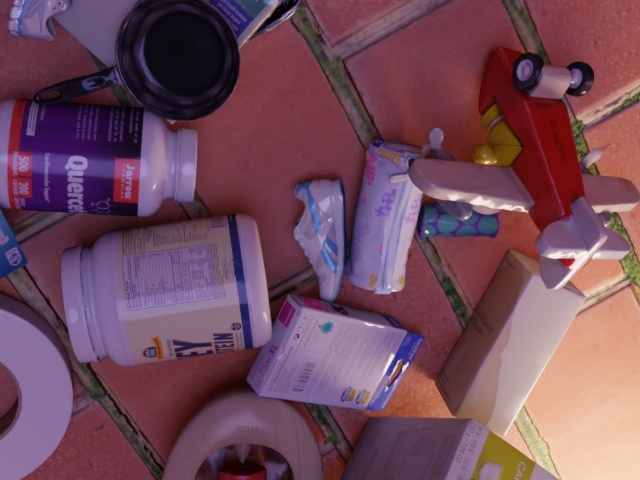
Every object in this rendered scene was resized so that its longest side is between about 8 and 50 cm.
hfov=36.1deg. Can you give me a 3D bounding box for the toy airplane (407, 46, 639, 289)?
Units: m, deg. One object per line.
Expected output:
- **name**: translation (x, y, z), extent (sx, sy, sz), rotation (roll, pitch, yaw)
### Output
- **toy airplane**: translation (0.353, -0.095, 1.665), extent (0.386, 0.272, 0.384), rotation (44, 53, -11)

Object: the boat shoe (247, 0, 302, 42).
- **boat shoe**: translation (-0.165, -0.353, 1.604), extent (0.301, 0.102, 0.108), rotation (-21, 110, -1)

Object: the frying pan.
- **frying pan**: translation (-0.265, -0.246, 1.524), extent (0.326, 0.053, 0.197), rotation (-35, 101, 20)

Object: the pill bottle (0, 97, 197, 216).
- **pill bottle**: translation (-0.367, -0.133, 1.608), extent (0.323, 0.181, 0.181), rotation (3, 108, -9)

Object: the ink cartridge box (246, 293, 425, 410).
- **ink cartridge box**: translation (0.033, 0.214, 1.811), extent (0.311, 0.065, 0.185), rotation (16, 107, -36)

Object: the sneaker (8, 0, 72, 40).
- **sneaker**: translation (-0.415, -0.392, 1.494), extent (0.083, 0.071, 0.190), rotation (17, 120, -4)

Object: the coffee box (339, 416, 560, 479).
- **coffee box**: translation (0.230, 0.547, 1.780), extent (0.334, 0.338, 0.337), rotation (37, 65, -19)

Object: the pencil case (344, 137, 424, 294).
- **pencil case**: translation (0.121, -0.044, 1.742), extent (0.114, 0.124, 0.273), rotation (0, 111, -31)

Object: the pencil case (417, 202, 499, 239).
- **pencil case**: translation (0.251, -0.035, 1.796), extent (0.152, 0.064, 0.070), rotation (0, 147, -9)

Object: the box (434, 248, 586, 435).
- **box**: translation (0.352, 0.190, 1.846), extent (0.121, 0.148, 0.311), rotation (23, 102, -15)

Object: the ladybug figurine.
- **ladybug figurine**: translation (-0.151, 0.468, 1.856), extent (0.305, 0.162, 0.449), rotation (4, 108, -11)

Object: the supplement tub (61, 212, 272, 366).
- **supplement tub**: translation (-0.257, 0.087, 1.672), extent (0.325, 0.235, 0.235), rotation (-8, 110, -5)

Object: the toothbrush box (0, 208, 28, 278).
- **toothbrush box**: translation (-0.624, -0.067, 1.562), extent (0.126, 0.216, 0.295), rotation (-35, 116, -35)

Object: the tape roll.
- **tape roll**: translation (-0.640, 0.272, 1.748), extent (0.392, 0.072, 0.391), rotation (-5, 111, -12)

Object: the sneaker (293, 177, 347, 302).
- **sneaker**: translation (0.000, 0.000, 1.767), extent (0.092, 0.087, 0.228), rotation (-1, 105, 4)

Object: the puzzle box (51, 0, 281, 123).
- **puzzle box**: translation (-0.293, -0.413, 1.524), extent (0.409, 0.052, 0.272), rotation (43, 110, -7)
